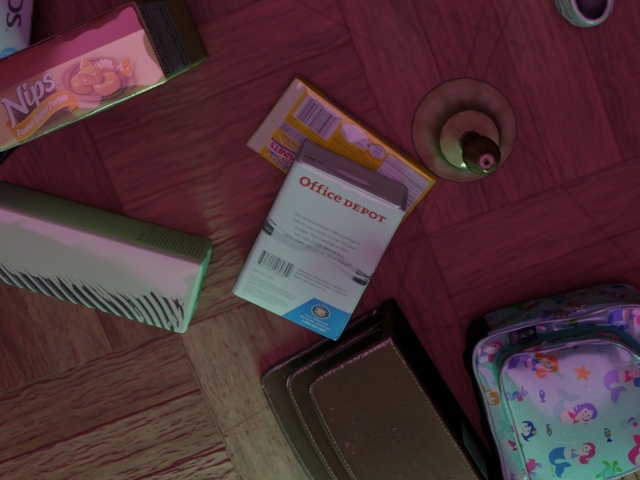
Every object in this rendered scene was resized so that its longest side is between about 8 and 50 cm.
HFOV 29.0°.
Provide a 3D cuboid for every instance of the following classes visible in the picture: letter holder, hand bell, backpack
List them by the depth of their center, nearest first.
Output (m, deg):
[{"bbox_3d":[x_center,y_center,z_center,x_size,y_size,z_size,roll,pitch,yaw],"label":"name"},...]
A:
[{"bbox_3d":[0.168,-0.102,1.358,0.126,0.242,0.126,0,104,1],"label":"hand bell"},{"bbox_3d":[0.313,0.172,1.454,0.253,0.191,0.225,-16,101,0],"label":"backpack"},{"bbox_3d":[0.073,0.263,1.494,0.214,0.152,0.302,-30,101,10],"label":"letter holder"}]

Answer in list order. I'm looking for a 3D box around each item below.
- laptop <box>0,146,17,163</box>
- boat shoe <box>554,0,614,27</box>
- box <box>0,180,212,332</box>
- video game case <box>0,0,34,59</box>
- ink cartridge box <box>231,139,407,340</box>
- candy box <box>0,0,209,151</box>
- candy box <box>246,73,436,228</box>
[{"bbox_3d":[-0.517,-0.138,1.421,0.234,0.264,0.136,-43,60,9],"label":"laptop"},{"bbox_3d":[0.292,-0.370,1.371,0.096,0.088,0.268,0,103,2],"label":"boat shoe"},{"bbox_3d":[-0.273,0.017,1.466,0.275,0.113,0.094,16,104,-1],"label":"box"},{"bbox_3d":[-0.442,-0.294,1.330,0.274,0.035,0.248,1,113,-26],"label":"video game case"},{"bbox_3d":[0.000,0.000,1.450,0.139,0.082,0.191,25,113,-3],"label":"ink cartridge box"},{"bbox_3d":[-0.234,-0.185,1.312,0.183,0.316,0.088,-22,101,7],"label":"candy box"},{"bbox_3d":[0.025,-0.094,1.466,0.206,0.027,0.105,36,114,-7],"label":"candy box"}]
